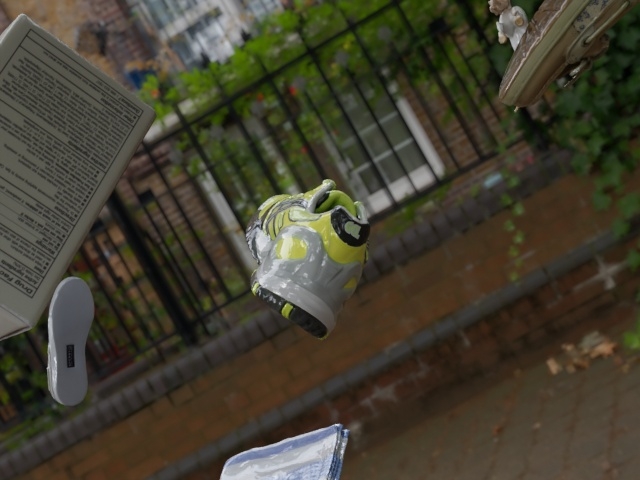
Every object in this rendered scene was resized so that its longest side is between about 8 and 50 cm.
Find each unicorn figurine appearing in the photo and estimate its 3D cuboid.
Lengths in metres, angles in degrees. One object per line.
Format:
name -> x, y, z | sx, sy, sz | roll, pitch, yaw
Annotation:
unicorn figurine -> 0.253, -0.232, 1.360 | 0.060, 0.162, 0.111 | -12, 15, 12

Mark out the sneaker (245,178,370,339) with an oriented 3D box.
sneaker -> 0.000, 0.000, 1.388 | 0.147, 0.145, 0.385 | -53, 15, 8

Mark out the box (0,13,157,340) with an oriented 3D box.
box -> -0.272, -0.049, 0.953 | 0.127, 0.148, 0.232 | -20, 39, 55

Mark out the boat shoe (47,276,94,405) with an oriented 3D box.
boat shoe -> -0.199, 0.078, 0.864 | 0.035, 0.100, 0.035 | -1, 0, -34

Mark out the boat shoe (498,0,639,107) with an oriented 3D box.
boat shoe -> 0.290, -0.240, 1.123 | 0.285, 0.089, 0.104 | -52, 10, 24

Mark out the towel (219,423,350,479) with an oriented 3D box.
towel -> -0.072, 0.361, 1.524 | 0.209, 0.034, 0.285 | -20, 19, 17
